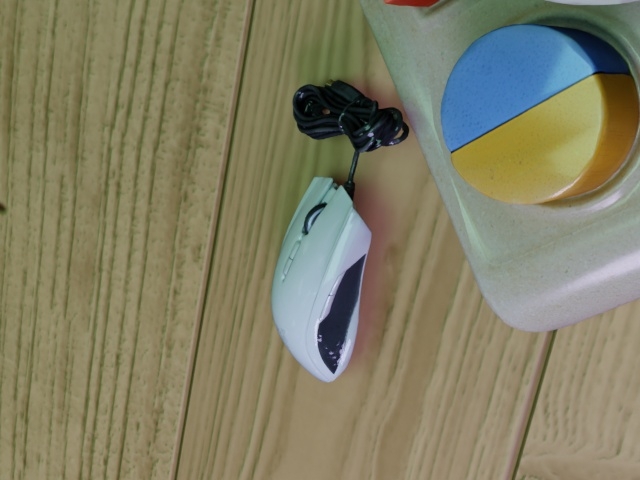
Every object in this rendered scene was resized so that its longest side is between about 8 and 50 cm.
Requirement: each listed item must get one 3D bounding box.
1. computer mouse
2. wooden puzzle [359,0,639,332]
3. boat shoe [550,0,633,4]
[{"bbox_3d":[0.000,0.000,0.691,0.106,0.042,0.193,37,124,54],"label":"computer mouse"},{"bbox_3d":[0.147,-0.153,0.550,0.322,0.080,0.348,-28,85,35],"label":"wooden puzzle"},{"bbox_3d":[0.170,-0.169,0.455,0.233,0.084,0.079,-26,43,42],"label":"boat shoe"}]
